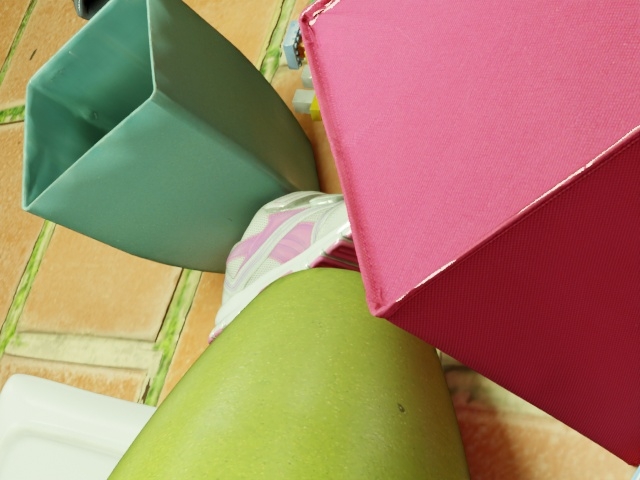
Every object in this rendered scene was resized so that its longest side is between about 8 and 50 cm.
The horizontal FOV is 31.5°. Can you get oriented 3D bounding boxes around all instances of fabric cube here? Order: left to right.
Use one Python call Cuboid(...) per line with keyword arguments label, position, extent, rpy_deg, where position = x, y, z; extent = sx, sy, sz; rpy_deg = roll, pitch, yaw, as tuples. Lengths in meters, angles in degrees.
Cuboid(label="fabric cube", position=(0.177, -0.067, 0.654), extent=(0.254, 0.258, 0.259), rpy_deg=(-38, 42, 26))

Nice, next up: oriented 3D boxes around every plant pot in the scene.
Cuboid(label="plant pot", position=(-0.117, -0.079, 1.005), extent=(0.165, 0.234, 0.166), rpy_deg=(-36, 44, 26))
Cuboid(label="plant pot", position=(-0.013, 0.165, 0.733), extent=(0.274, 0.275, 0.294), rpy_deg=(-28, 31, 33))

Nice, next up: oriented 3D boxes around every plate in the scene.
Cuboid(label="plate", position=(-0.188, 0.261, 0.898), extent=(0.277, 0.045, 0.278), rpy_deg=(8, 83, 29))

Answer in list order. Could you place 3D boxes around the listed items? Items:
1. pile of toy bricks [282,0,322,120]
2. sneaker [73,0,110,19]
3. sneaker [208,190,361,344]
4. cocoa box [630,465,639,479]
Cuboid(label="pile of toy bricks", position=(0.043, -0.217, 1.046), extent=(0.105, 0.118, 0.212), rpy_deg=(7, 56, 16))
Cuboid(label="sneaker", position=(-0.224, -0.390, 1.461), extent=(0.300, 0.111, 0.121), rpy_deg=(-35, 56, 34))
Cuboid(label="sneaker", position=(0.000, 0.000, 0.926), extent=(0.252, 0.103, 0.111), rpy_deg=(-31, 51, 30))
Cuboid(label="cocoa box", position=(0.218, 0.235, 0.329), extent=(0.231, 0.347, 0.228), rpy_deg=(28, 87, 54))
